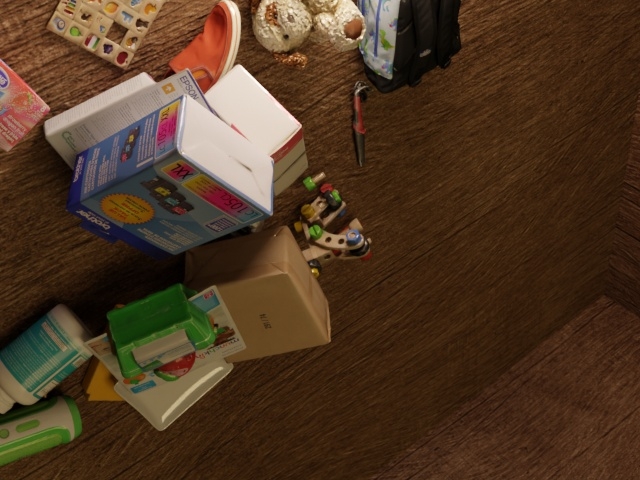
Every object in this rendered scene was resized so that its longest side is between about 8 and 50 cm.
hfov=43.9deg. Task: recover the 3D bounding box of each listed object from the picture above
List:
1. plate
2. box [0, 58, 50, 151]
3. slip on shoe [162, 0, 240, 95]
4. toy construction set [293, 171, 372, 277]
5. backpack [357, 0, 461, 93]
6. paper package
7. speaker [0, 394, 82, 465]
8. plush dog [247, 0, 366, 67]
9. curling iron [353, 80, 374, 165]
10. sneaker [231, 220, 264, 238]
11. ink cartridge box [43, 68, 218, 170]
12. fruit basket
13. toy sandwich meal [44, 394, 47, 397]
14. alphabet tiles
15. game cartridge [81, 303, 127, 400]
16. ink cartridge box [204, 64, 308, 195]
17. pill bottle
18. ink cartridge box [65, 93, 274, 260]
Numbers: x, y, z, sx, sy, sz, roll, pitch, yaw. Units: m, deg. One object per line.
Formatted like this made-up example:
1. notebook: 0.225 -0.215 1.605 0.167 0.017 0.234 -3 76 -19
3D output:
1. plate: -0.400 0.363 2.171 0.277 0.045 0.278 -41 139 -12
2. box: -0.637 -0.298 1.442 0.122 0.128 0.257 -46 140 -6
3. slip on shoe: -0.277 -0.376 1.741 0.101 0.123 0.331 17 112 -45
4. toy construction set: 0.000 0.000 2.259 0.237 0.257 0.309 -33 164 6
5. backpack: 0.218 -0.592 1.962 0.290 0.273 0.355 -34 160 -17
6. paper package: -0.168 0.152 2.087 0.310 0.168 0.325 -14 135 12
7. speaker: -0.746 0.476 1.941 0.297 0.131 0.131 -14 129 -36
8. plush dog: -0.053 -0.527 1.818 0.225 0.210 0.262 -31 110 -3
9. curling iron: 0.118 -0.321 2.218 0.068 0.035 0.274 -26 135 -27
10. sneaker: -0.170 -0.098 2.070 0.118 0.110 0.292 -27 136 -39
11. ink cartridge box: -0.369 -0.203 1.735 0.330 0.071 0.324 -25 138 3
12. fruit basket: -0.361 0.265 1.937 0.327 0.165 0.353 -22 143 -6
13. toy sandwich meal: -0.709 0.371 1.969 0.086 0.029 0.085 -25 134 -28
14. alphabet tiles: -0.414 -0.488 1.603 0.198 0.009 0.237 23 102 -49
15. game cartridge: -0.460 0.307 2.149 0.324 0.053 0.285 11 111 -45
16. ink cartridge box: -0.141 -0.241 1.817 0.117 0.207 0.283 -44 169 -8
17. pill bottle: -0.661 0.281 1.854 0.264 0.146 0.146 -40 140 -13
18. ink cartridge box: -0.327 -0.104 1.637 0.395 0.151 0.270 -19 143 33
